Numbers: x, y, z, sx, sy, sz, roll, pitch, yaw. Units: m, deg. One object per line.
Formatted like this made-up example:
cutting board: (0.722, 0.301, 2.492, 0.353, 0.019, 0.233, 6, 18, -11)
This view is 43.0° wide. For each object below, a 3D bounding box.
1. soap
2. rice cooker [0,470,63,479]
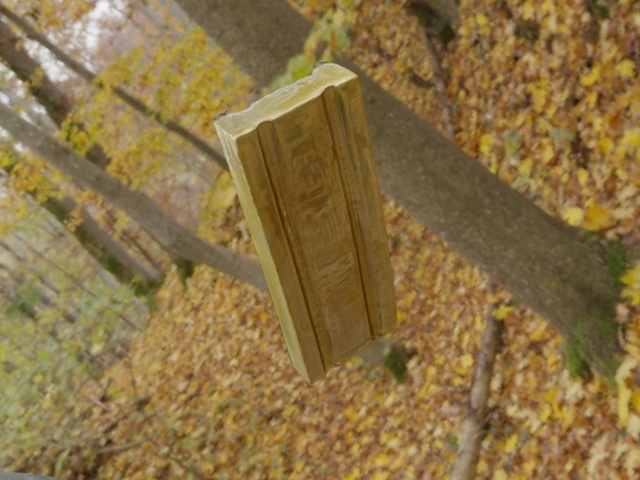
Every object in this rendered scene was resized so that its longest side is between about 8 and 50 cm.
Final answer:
soap: (0.001, 0.000, 0.575, 0.092, 0.037, 0.252, -31, -44, -17)
rice cooker: (-0.245, 0.301, 0.490, 0.316, 0.264, 0.316, 6, -90, -89)
